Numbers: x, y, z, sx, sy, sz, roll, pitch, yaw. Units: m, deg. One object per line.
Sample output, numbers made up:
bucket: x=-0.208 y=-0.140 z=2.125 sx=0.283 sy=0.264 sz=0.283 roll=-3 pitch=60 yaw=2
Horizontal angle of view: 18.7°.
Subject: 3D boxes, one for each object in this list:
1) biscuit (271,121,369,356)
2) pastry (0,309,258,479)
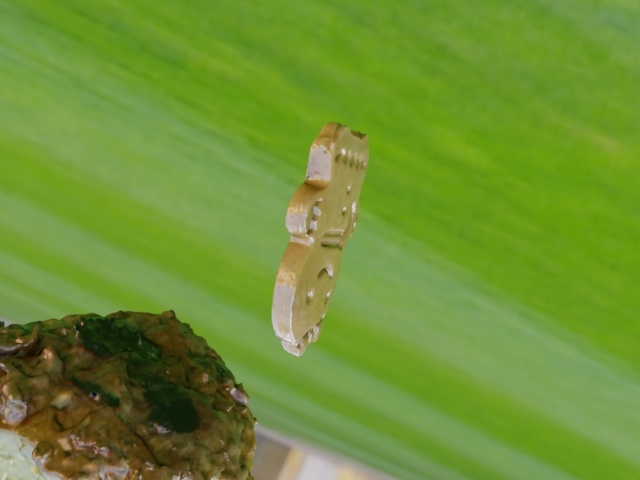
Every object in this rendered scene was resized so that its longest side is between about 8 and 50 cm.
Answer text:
biscuit: x=0.001 y=-0.003 z=1.523 sx=0.027 sy=0.184 sz=0.133 roll=16 pitch=170 yaw=17
pastry: x=-0.248 y=0.229 z=2.178 sx=0.405 sy=0.292 sz=0.337 roll=20 pitch=-145 yaw=13
